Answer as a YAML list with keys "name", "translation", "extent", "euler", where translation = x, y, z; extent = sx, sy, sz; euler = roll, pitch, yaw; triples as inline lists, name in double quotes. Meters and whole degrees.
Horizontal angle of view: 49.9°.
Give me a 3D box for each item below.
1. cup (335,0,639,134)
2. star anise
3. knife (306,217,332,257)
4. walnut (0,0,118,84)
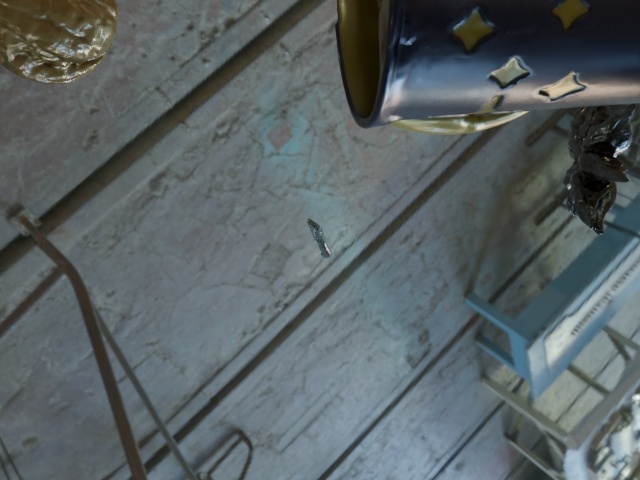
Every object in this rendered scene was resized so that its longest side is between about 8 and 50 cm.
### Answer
- name: "cup"
  translation: [0.138, -0.164, 0.434]
  extent: [0.256, 0.255, 0.178]
  euler: [-4, 96, -8]
- name: "star anise"
  translation: [0.354, -0.108, 0.886]
  extent: [0.180, 0.061, 0.205]
  euler: [96, 2, -84]
- name: "knife"
  translation: [0.000, 0.001, 1.407]
  extent: [0.015, 0.028, 0.210]
  euler: [-60, 163, -13]
- name: "walnut"
  translation: [-0.459, -0.384, 1.134]
  extent: [0.257, 0.224, 0.257]
  euler: [-8, 102, -42]
